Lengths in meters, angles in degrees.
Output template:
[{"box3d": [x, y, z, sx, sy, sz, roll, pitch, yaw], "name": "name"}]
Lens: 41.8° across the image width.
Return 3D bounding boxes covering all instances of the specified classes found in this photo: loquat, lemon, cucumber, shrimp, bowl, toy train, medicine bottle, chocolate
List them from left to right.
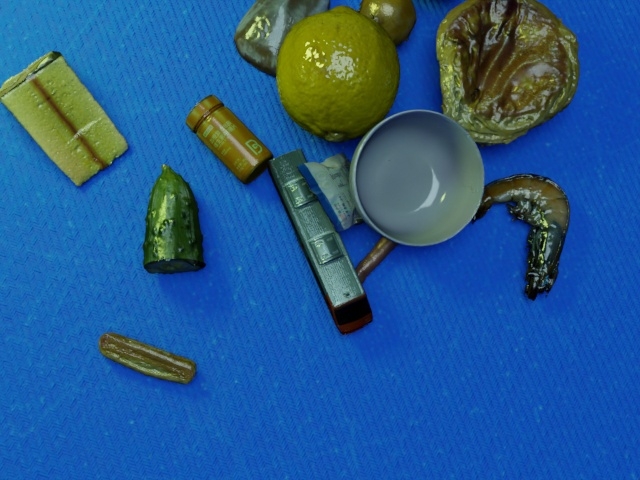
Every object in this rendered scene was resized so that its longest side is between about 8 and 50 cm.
[{"box3d": [-0.320, -0.050, 1.793, 0.134, 0.134, 0.244, -6, 75, -4], "name": "cucumber"}, {"box3d": [-0.198, -0.221, 1.838, 0.096, 0.096, 0.192, -43, 85, -9], "name": "medicine bottle"}, {"box3d": [-0.086, -0.510, 1.905, 0.157, 0.080, 0.254, 34, 80, 4], "name": "chocolate"}, {"box3d": [0.000, 0.000, 1.796, 0.086, 0.089, 0.409, -22, 76, -6], "name": "toy train"}, {"box3d": [0.037, -0.353, 1.791, 0.293, 0.293, 0.293, 1, 79, -3], "name": "lemon"}, {"box3d": [0.148, -0.501, 1.890, 0.141, 0.141, 0.141, 1, 79, -3], "name": "loquat"}, {"box3d": [0.193, -0.131, 1.796, 0.287, 0.144, 0.287, 0, 93, -11], "name": "bowl"}, {"box3d": [0.437, -0.015, 1.850, 0.222, 0.054, 0.290, 9, 76, -2], "name": "shrimp"}]

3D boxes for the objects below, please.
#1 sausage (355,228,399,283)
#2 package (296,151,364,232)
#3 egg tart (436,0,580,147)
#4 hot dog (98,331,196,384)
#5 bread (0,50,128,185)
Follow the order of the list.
[{"box3d": [0.124, 0.035, 1.836, 0.042, 0.036, 0.158, 39, 80, 16], "name": "sausage"}, {"box3d": [0.044, -0.108, 1.818, 0.173, 0.027, 0.171, -21, 79, -46], "name": "package"}, {"box3d": [0.408, -0.379, 1.869, 0.339, 0.153, 0.352, -9, 80, -5], "name": "egg tart"}, {"box3d": [-0.365, 0.250, 1.767, 0.215, 0.047, 0.066, 18, 93, 0], "name": "hot dog"}, {"box3d": [-0.574, -0.271, 1.859, 0.167, 0.163, 0.264, -38, 115, -10], "name": "bread"}]
